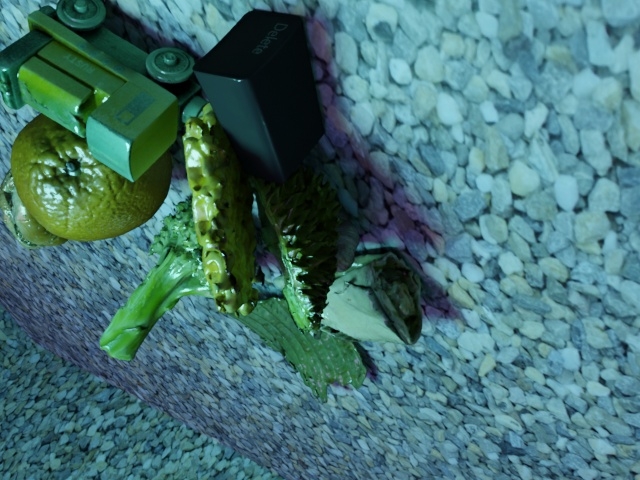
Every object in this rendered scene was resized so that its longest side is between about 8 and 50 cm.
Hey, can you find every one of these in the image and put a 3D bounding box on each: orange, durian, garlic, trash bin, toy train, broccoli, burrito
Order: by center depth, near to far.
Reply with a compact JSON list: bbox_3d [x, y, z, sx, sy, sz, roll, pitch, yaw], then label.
[{"bbox_3d":[-0.085,-0.228,1.158,0.115,0.165,0.225,16,146,30],"label":"trash bin"},{"bbox_3d":[-0.068,-0.009,1.276,0.163,0.394,0.198,12,137,-42],"label":"durian"},{"bbox_3d":[-0.407,-0.293,1.319,0.397,0.253,0.160,32,148,8],"label":"toy train"},{"bbox_3d":[0.000,0.000,1.392,0.159,0.147,0.102,30,173,43],"label":"garlic"},{"bbox_3d":[0.059,0.116,1.495,0.332,0.135,0.190,-5,130,50],"label":"burrito"},{"bbox_3d":[-0.479,-0.153,1.497,0.322,0.322,0.357,42,178,-6],"label":"orange"},{"bbox_3d":[-0.315,0.098,1.621,0.275,0.397,0.353,41,142,-9],"label":"broccoli"}]

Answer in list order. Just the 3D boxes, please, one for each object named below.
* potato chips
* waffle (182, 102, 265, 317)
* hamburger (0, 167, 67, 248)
[{"bbox_3d":[-0.078,0.272,1.892,0.389,0.097,0.373,42,148,-9],"label":"potato chips"},{"bbox_3d":[-0.172,-0.048,1.293,0.095,0.381,0.379,-9,174,0],"label":"waffle"},{"bbox_3d":[-0.755,-0.101,1.945,0.146,0.286,0.243,-3,93,13],"label":"hamburger"}]
